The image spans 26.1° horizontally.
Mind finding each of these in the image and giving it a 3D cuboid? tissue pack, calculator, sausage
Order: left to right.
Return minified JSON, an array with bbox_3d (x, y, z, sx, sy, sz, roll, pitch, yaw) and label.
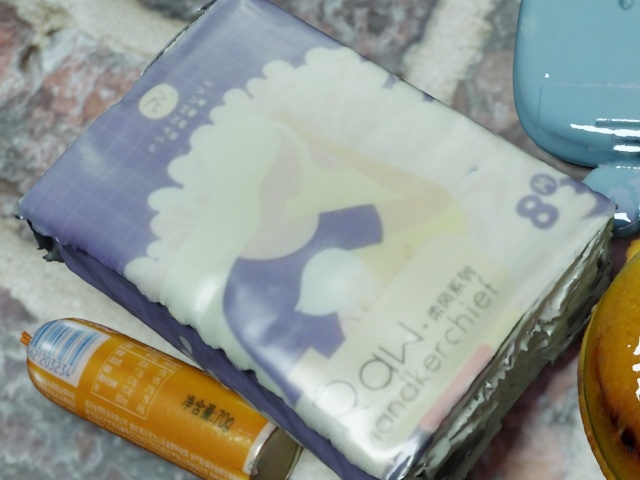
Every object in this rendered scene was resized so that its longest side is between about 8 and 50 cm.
[{"bbox_3d":[-0.127,0.112,0.998,0.234,0.071,0.071,22,83,24],"label":"sausage"},{"bbox_3d":[0.000,0.000,0.935,0.344,0.125,0.242,34,71,25],"label":"tissue pack"},{"bbox_3d":[0.230,-0.148,0.962,0.188,0.042,0.302,4,74,20],"label":"calculator"}]

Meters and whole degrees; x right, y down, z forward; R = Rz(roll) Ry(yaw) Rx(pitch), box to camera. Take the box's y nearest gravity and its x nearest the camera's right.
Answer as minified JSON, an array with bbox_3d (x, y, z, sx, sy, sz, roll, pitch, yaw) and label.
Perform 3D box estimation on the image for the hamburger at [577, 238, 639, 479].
[{"bbox_3d":[0.263,0.082,0.826,0.237,0.147,0.237,-10,71,30],"label":"hamburger"}]
